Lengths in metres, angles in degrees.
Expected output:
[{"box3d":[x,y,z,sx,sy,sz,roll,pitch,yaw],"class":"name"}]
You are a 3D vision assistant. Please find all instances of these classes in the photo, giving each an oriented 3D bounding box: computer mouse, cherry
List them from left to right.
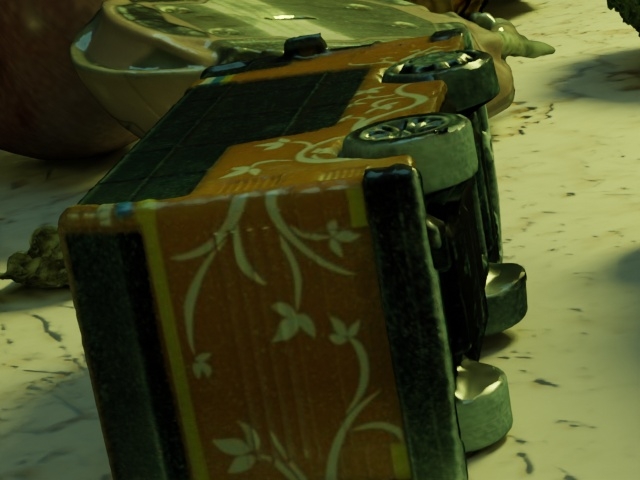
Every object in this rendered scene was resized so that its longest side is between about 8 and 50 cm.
[{"box3d":[-0.177,-0.185,1.375,0.261,0.221,0.307,-17,22,51],"class":"cherry"},{"box3d":[0.002,-0.106,1.249,0.389,0.114,0.199,-4,27,-35],"class":"computer mouse"}]

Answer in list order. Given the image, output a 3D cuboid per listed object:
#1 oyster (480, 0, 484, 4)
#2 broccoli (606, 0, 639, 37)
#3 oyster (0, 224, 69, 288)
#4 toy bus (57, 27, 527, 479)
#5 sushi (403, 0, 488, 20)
[{"box3d":[0.136,-0.266,1.830,0.166,0.094,0.294,-18,10,-5],"class":"oyster"},{"box3d":[0.302,-0.222,1.377,0.198,0.226,0.176,-4,59,12],"class":"broccoli"},{"box3d":[-0.130,0.010,1.044,0.100,0.037,0.098,-24,-12,24],"class":"oyster"},{"box3d":[0.000,0.000,0.794,0.167,0.138,0.275,-7,17,12],"class":"toy bus"},{"box3d":[0.045,-0.218,1.521,0.200,0.213,0.204,19,36,12],"class":"sushi"}]
